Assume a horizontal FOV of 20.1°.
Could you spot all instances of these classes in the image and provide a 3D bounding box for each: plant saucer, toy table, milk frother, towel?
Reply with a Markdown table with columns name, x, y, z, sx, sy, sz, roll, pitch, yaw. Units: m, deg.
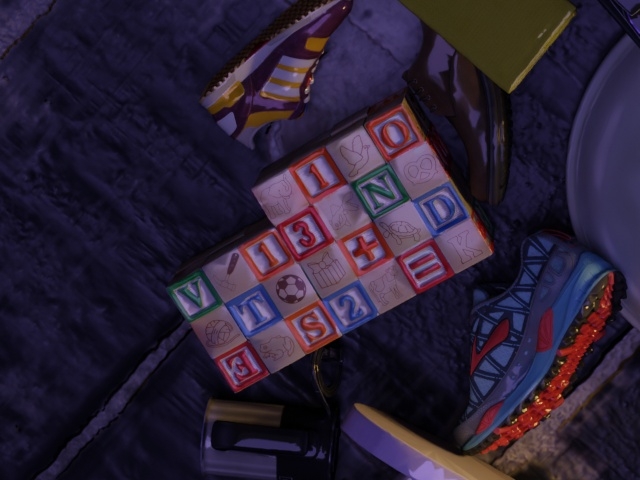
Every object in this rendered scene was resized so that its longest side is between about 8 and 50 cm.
| name | x | y | z | sx | sy | sz | roll | pitch | yaw |
| --- | --- | --- | --- | --- | --- | --- | --- | --- | --- |
| plant saucer | 0.418 | -0.046 | 1.660 | 0.400 | 0.100 | 0.401 | 5 | 107 | 16 |
| toy table | 0.112 | 0.291 | 1.768 | 0.274 | 0.252 | 0.161 | 30 | 93 | -2 |
| milk frother | -0.047 | 0.168 | 1.824 | 0.134 | 0.129 | 0.143 | 5 | 64 | 5 |
| towel | 0.119 | -0.246 | 1.662 | 0.237 | 0.021 | 0.102 | 43 | 104 | 17 |

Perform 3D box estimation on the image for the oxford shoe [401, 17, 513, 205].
| name | x | y | z | sx | sy | sz | roll | pitch | yaw |
| --- | --- | --- | --- | --- | --- | --- | --- | --- | --- |
| oxford shoe | 0.130 | -0.141 | 1.713 | 0.096 | 0.083 | 0.227 | -10 | 93 | 12 |

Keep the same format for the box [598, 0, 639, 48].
| name | x | y | z | sx | sy | sz | roll | pitch | yaw |
| --- | --- | --- | --- | --- | --- | --- | --- | --- | --- |
| box | 0.297 | -0.277 | 1.548 | 0.165 | 0.270 | 0.143 | -41 | 98 | 16 |

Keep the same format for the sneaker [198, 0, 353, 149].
| name | x | y | z | sx | sy | sz | roll | pitch | yaw |
| --- | --- | --- | --- | --- | --- | --- | --- | --- | --- |
| sneaker | -0.026 | -0.166 | 1.733 | 0.185 | 0.069 | 0.084 | -37 | 108 | 21 |

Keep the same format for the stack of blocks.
| name | x | y | z | sx | sy | sz | roll | pitch | yaw |
| --- | --- | --- | --- | --- | --- | --- | --- | --- | --- |
| stack of blocks | 0.000 | 0.000 | 1.762 | 0.297 | 0.087 | 0.171 | -30 | 101 | 14 |

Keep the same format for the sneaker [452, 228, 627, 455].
| name | x | y | z | sx | sy | sz | roll | pitch | yaw |
| --- | --- | --- | --- | --- | --- | --- | --- | --- | --- |
| sneaker | 0.196 | 0.097 | 1.779 | 0.125 | 0.104 | 0.262 | 46 | 122 | 27 |
